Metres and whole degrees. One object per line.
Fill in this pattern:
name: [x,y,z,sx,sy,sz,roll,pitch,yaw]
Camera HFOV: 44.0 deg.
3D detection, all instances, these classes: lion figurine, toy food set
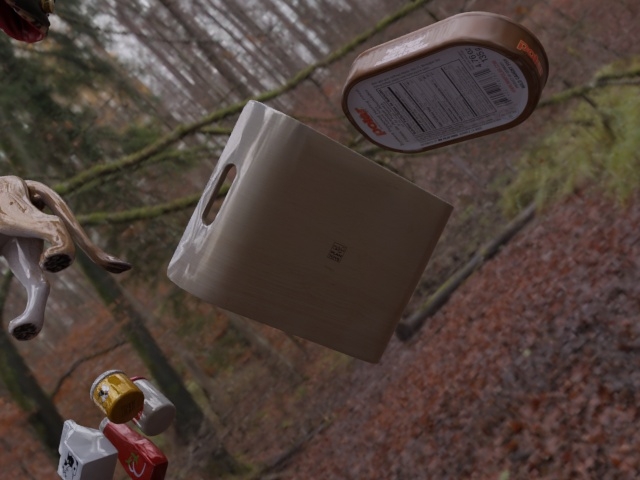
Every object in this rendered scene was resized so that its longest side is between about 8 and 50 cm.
lion figurine: [-0.420,0.013,0.869,0.392,0.240,0.142,-17,-40,-12]
toy food set: [0.000,0.000,0.938,0.092,0.306,0.219,31,96,59]
toy food set: [-0.230,0.214,0.815,0.111,0.104,0.232,-10,-55,-47]

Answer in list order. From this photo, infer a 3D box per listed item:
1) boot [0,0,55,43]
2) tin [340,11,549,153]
boot: [-0.296,-0.352,0.868,0.377,0.138,0.284,29,-114,-58]
tin: [0.100,-0.129,0.678,0.190,0.106,0.040,-12,40,43]
